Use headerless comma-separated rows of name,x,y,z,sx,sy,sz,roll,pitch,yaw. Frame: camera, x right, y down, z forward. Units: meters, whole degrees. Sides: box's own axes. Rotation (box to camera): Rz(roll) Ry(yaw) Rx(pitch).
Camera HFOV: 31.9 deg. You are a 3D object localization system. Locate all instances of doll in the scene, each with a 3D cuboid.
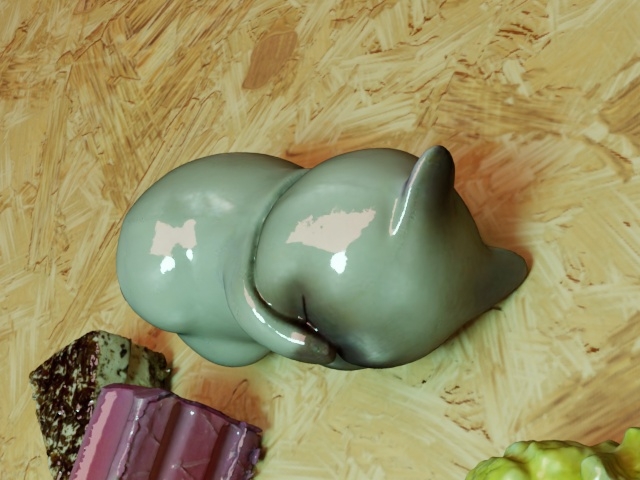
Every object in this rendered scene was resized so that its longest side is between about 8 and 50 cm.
doll,-0.025,0.019,1.036,0.370,0.215,0.226,8,55,45

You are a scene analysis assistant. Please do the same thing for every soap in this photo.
soap,-0.164,0.267,1.040,0.099,0.162,0.249,1,66,42

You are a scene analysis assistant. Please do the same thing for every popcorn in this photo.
popcorn,0.170,0.230,0.775,0.167,0.187,0.185,-32,18,-34

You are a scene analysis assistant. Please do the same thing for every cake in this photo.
cake,-0.242,0.229,1.171,0.135,0.112,0.246,-20,57,35
